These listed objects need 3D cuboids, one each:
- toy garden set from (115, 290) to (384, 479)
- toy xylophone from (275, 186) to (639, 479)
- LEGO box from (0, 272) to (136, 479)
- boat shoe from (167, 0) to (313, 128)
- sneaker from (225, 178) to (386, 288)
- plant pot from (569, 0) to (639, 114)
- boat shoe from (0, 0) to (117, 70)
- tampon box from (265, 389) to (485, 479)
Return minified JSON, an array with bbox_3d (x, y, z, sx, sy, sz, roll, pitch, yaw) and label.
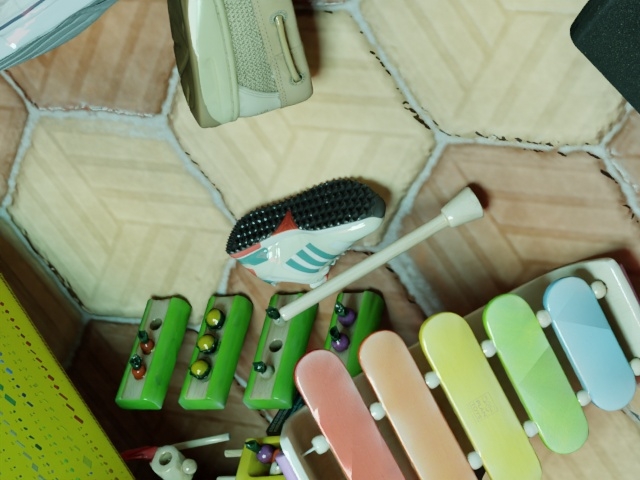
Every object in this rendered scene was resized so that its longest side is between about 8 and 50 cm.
[{"bbox_3d":[-0.082,0.131,1.429,0.244,0.203,0.049,-3,145,28],"label":"toy garden set"},{"bbox_3d":[0.101,0.107,1.301,0.236,0.323,0.081,55,172,-7],"label":"toy xylophone"},{"bbox_3d":[-0.383,0.224,1.526,0.500,0.193,0.372,53,136,21],"label":"LEGO box"},{"bbox_3d":[-0.064,-0.246,1.217,0.110,0.121,0.341,-12,129,-10],"label":"boat shoe"},{"bbox_3d":[0.000,0.000,1.401,0.161,0.057,0.075,-16,132,34],"label":"sneaker"},{"bbox_3d":[0.276,-0.156,1.059,0.187,0.188,0.167,44,143,-9],"label":"plant pot"},{"bbox_3d":[-0.219,-0.208,1.345,0.226,0.083,0.075,-25,90,32],"label":"boat shoe"},{"bbox_3d":[0.057,0.171,1.445,0.161,0.120,0.101,-2,124,28],"label":"tampon box"}]
